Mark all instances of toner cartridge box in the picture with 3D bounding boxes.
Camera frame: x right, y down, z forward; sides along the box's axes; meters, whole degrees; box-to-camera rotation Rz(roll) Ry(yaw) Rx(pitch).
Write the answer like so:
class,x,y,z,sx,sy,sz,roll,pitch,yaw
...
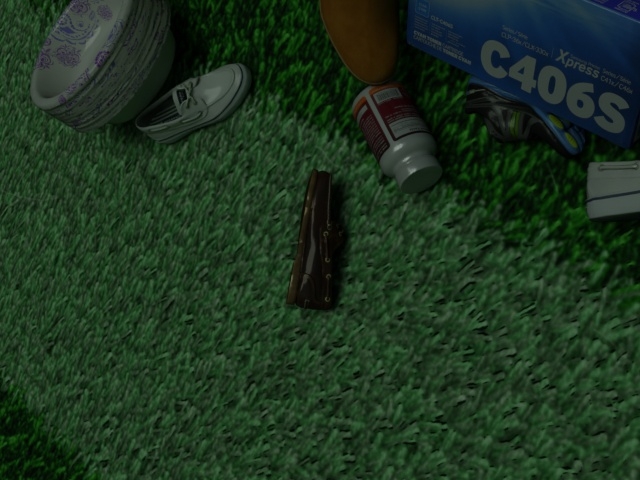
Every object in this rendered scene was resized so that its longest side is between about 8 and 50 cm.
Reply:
class,x,y,z,sx,sy,sz,roll,pitch,yaw
toner cartridge box,0.264,-0.263,1.162,0.348,0.075,0.165,33,141,31

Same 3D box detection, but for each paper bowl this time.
class,x,y,z,sx,sy,sz,roll,pitch,yaw
paper bowl,-0.364,-0.319,1.639,0.284,0.148,0.284,-28,45,33

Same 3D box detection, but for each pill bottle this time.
class,x,y,z,sx,sy,sz,roll,pitch,yaw
pill bottle,0.109,-0.144,1.319,0.086,0.086,0.152,-38,61,25

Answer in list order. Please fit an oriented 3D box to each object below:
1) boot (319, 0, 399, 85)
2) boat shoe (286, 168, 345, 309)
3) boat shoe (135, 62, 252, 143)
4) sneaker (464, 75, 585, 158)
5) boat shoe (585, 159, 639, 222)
class,x,y,z,sx,sy,sz,roll,pitch,yaw
boot,0.069,-0.352,1.204,0.211,0.104,0.295,-171,66,-72
boat shoe,0.000,0.000,1.391,0.073,0.073,0.207,9,90,0
boat shoe,-0.217,-0.229,1.585,0.226,0.076,0.083,-32,64,28
sneaker,0.265,-0.155,1.229,0.188,0.067,0.078,37,125,34
boat shoe,0.422,-0.078,1.068,0.258,0.095,0.084,-9,80,34
